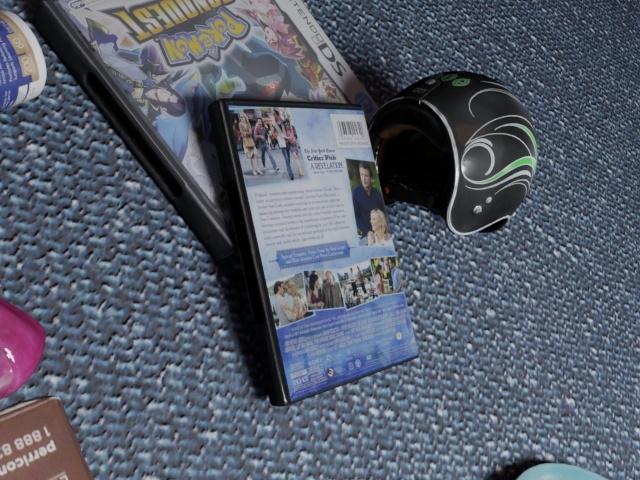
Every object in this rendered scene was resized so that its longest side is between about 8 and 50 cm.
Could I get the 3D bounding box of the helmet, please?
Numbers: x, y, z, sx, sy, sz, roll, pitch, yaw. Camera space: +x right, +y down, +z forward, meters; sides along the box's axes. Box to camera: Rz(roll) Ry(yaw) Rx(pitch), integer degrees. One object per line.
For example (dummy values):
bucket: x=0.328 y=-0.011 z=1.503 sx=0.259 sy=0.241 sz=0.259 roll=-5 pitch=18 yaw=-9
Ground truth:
helmet: x=0.137 y=-0.085 z=0.745 sx=0.162 sy=0.169 sz=0.169 roll=-14 pitch=79 yaw=-41

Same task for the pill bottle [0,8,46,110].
pill bottle: x=-0.254 y=-0.110 z=0.497 sx=0.067 sy=0.067 sz=0.120 roll=55 pitch=46 yaw=-4

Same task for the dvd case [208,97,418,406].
dvd case: x=0.000 y=0.000 z=0.651 sx=0.180 sy=0.022 sz=0.252 roll=-9 pitch=85 yaw=-46

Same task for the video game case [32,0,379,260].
video game case: x=-0.078 y=-0.151 z=0.688 sx=0.248 sy=0.035 sz=0.275 roll=53 pitch=46 yaw=-6

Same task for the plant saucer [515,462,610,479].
plant saucer: x=0.284 y=0.348 z=0.664 sx=0.318 sy=0.043 sz=0.317 roll=25 pitch=29 yaw=-16

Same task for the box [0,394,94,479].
box: x=-0.132 y=0.279 z=0.319 sx=0.143 sy=0.191 sz=0.381 roll=-17 pitch=81 yaw=-44

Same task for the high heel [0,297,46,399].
high heel: x=-0.278 y=0.015 z=0.429 sx=0.244 sy=0.082 sz=0.117 roll=32 pitch=16 yaw=-6
